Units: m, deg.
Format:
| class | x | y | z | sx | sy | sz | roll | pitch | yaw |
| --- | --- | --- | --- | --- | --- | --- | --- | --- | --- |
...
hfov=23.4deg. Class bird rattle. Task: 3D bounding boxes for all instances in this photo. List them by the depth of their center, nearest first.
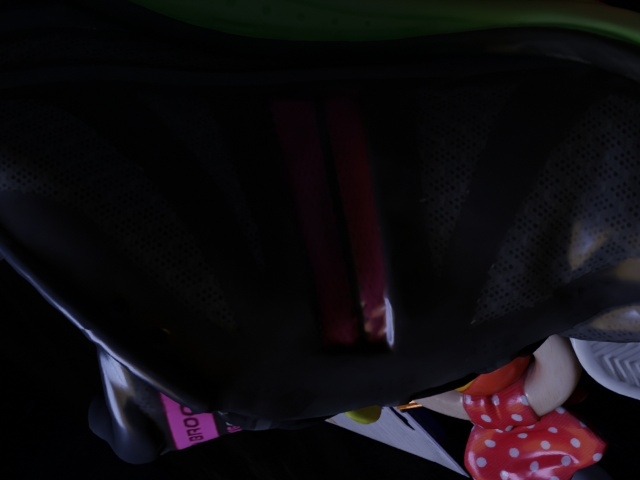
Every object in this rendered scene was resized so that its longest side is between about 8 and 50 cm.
| class | x | y | z | sx | sy | sz | roll | pitch | yaw |
| --- | --- | --- | --- | --- | --- | --- | --- | --- | --- |
| bird rattle | 0.107 | 0.097 | 1.136 | 0.253 | 0.143 | 0.207 | 30 | 146 | -1 |

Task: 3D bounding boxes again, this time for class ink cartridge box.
| class | x | y | z | sx | sy | sz | roll | pitch | yaw |
| --- | --- | --- | --- | --- | --- | --- | --- | --- | --- |
| ink cartridge box | 0.031 | 0.136 | 1.486 | 0.208 | 0.045 | 0.206 | 16 | 156 | 47 |

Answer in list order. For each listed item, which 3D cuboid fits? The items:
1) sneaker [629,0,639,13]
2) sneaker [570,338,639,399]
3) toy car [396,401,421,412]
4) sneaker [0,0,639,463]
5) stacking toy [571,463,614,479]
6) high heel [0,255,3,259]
| class | x | y | z | sx | sy | sz | roll | pitch | yaw |
| --- | --- | --- | --- | --- | --- | --- | --- | --- | --- |
| sneaker | 0.187 | -0.070 | 0.608 | 0.132 | 0.086 | 0.228 | 35 | 164 | 1 |
| sneaker | 0.246 | 0.033 | 0.779 | 0.293 | 0.108 | 0.169 | 16 | -164 | -11 |
| toy car | 0.117 | 0.125 | 1.359 | 0.122 | 0.060 | 0.040 | -12 | 90 | 44 |
| sneaker | 0.000 | 0.000 | 0.595 | 0.483 | 0.202 | 0.185 | 13 | 168 | 10 |
| stacking toy | 0.288 | 0.300 | 1.200 | 0.350 | 0.350 | 0.480 | 48 | 175 | -40 |
| high heel | -0.295 | -0.107 | 1.166 | 0.261 | 0.186 | 0.093 | 43 | 161 | -29 |
